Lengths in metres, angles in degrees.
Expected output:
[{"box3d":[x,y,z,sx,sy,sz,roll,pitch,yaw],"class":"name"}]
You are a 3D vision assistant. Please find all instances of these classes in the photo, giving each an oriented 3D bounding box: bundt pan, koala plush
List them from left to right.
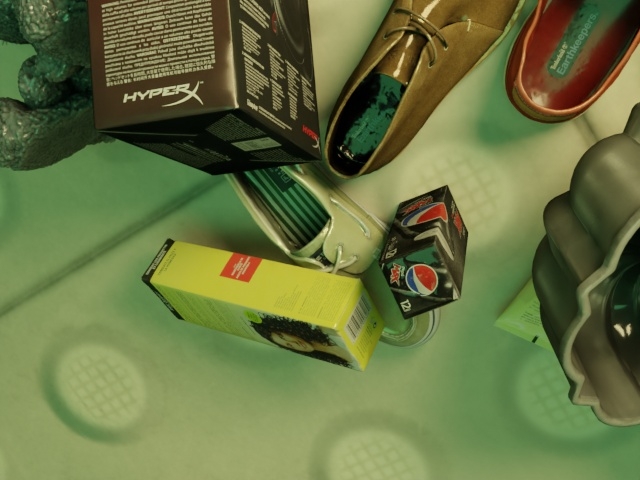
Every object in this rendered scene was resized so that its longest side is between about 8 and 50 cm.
[{"box3d":[-0.255,-0.212,0.802,0.221,0.203,0.196,44,128,17],"class":"koala plush"},{"box3d":[0.313,-0.002,0.699,0.331,0.124,0.331,-12,132,-14],"class":"bundt pan"}]

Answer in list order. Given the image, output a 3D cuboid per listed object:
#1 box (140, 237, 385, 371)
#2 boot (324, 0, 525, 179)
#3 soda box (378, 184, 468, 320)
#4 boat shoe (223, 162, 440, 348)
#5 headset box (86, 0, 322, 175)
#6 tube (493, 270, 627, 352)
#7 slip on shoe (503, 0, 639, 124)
[{"box3d":[-0.059,0.059,0.842,0.232,0.058,0.087,11,150,33],"class":"box"},{"box3d":[0.097,-0.179,0.745,0.112,0.115,0.305,32,113,2],"class":"boot"},{"box3d":[0.097,0.005,0.784,0.053,0.169,0.060,-21,105,18],"class":"soda box"},{"box3d":[0.000,0.000,0.845,0.109,0.094,0.302,-40,97,23],"class":"boat shoe"},{"box3d":[-0.086,-0.214,0.678,0.110,0.218,0.293,-6,85,14],"class":"headset box"},{"box3d":[0.260,0.009,0.813,0.070,0.062,0.240,45,124,33],"class":"tube"},{"box3d":[0.250,-0.239,0.693,0.123,0.101,0.331,28,113,4],"class":"slip on shoe"}]
